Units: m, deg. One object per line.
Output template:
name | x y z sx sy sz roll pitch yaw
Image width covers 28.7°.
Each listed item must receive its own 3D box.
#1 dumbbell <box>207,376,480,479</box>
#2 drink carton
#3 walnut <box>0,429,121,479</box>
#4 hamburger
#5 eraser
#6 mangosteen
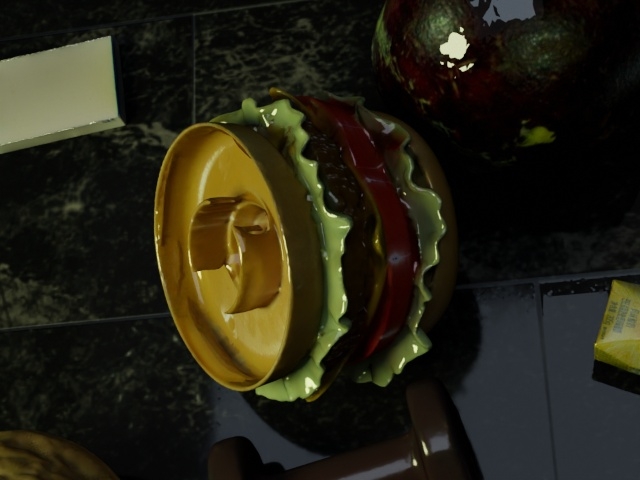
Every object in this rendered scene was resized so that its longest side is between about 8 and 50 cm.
dumbbell | 0.022 0.211 1.078 0.225 0.124 0.140 -17 102 4
drink carton | 0.344 0.095 1.087 0.199 0.074 0.084 17 76 15
walnut | -0.247 0.277 1.065 0.227 0.228 0.228 -4 70 10
hamburger | 0.000 0.000 1.097 0.212 0.274 0.274 -10 64 -31
eraser | -0.284 -0.154 1.330 0.150 0.023 0.104 -12 69 7
mangosteen | 0.165 -0.200 1.116 0.287 0.288 0.288 -4 70 10
